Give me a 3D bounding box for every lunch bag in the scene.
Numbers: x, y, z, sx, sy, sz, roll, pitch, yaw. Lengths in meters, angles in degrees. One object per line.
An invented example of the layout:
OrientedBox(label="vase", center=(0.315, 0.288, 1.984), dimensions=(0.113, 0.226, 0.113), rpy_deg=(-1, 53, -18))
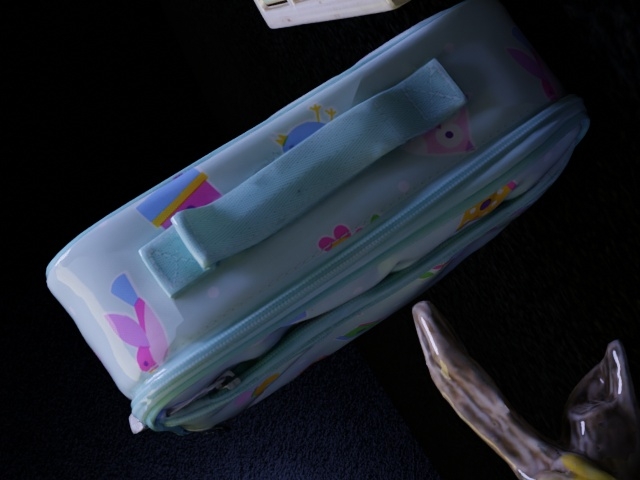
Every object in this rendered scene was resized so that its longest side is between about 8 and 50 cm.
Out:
OrientedBox(label="lunch bag", center=(0.000, 0.000, 0.484), dimensions=(0.108, 0.279, 0.224), rpy_deg=(54, 171, 8))

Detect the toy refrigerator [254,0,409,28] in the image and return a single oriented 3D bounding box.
OrientedBox(label="toy refrigerator", center=(0.005, -0.175, 0.463), dimensions=(0.102, 0.094, 0.269), rpy_deg=(60, 175, -17))

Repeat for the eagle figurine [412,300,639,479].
OrientedBox(label="eagle figurine", center=(0.135, 0.060, 0.189), dimensions=(0.226, 0.225, 0.298), rpy_deg=(28, 147, 2))
